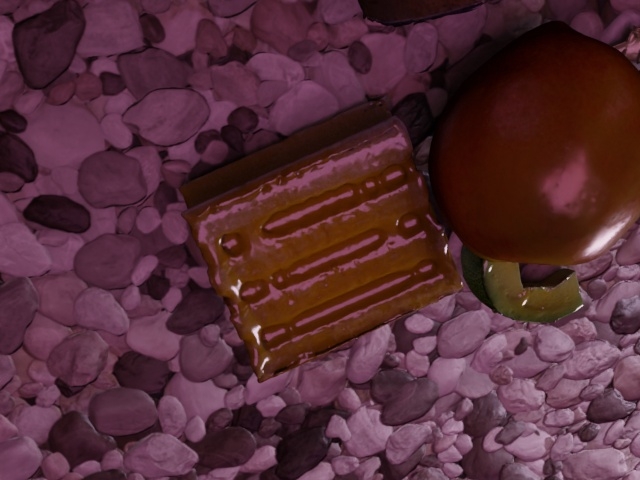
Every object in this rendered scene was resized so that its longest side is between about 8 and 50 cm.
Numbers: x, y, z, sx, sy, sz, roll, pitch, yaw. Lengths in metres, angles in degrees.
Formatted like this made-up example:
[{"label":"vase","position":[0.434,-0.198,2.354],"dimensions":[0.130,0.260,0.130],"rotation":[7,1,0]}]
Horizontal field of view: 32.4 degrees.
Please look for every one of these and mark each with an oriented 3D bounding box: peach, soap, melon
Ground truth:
[{"label":"peach","position":[0.304,-0.125,1.479],"dimensions":[0.307,0.308,0.333],"rotation":[7,97,-14]},{"label":"soap","position":[0.000,0.000,1.544],"dimensions":[0.335,0.156,0.293],"rotation":[-25,115,2]},{"label":"melon","position":[0.312,0.071,1.695],"dimensions":[0.209,0.064,0.118],"rotation":[7,109,-17]}]

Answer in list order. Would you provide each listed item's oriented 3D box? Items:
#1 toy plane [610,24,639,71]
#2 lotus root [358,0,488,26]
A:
[{"label":"toy plane","position":[0.501,-0.251,1.560],"dimensions":[0.228,0.092,0.244],"rotation":[21,113,-5]},{"label":"lotus root","position":[0.152,-0.391,1.341],"dimensions":[0.272,0.272,0.192],"rotation":[-21,108,-1]}]
